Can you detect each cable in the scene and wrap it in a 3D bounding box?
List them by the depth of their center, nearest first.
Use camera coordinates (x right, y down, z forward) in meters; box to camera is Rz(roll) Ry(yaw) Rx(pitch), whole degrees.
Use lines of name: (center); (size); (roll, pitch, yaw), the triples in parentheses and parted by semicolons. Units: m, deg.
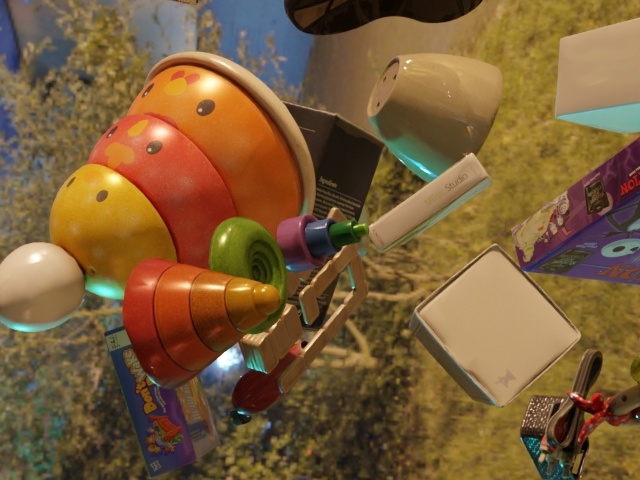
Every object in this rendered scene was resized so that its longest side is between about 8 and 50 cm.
cable: (0.520, 0.349, 1.789); (0.072, 0.139, 0.287); (-6, 56, 45)

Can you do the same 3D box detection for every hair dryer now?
hair dryer: (-0.080, 0.242, 1.596); (0.223, 0.080, 0.293); (-44, -1, -24)

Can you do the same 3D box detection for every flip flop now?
flip flop: (0.085, -0.318, 1.033); (0.112, 0.277, 0.080); (87, 165, -49)

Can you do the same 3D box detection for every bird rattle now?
bird rattle: (0.620, 0.324, 1.644); (0.253, 0.207, 0.143); (-50, 39, 30)

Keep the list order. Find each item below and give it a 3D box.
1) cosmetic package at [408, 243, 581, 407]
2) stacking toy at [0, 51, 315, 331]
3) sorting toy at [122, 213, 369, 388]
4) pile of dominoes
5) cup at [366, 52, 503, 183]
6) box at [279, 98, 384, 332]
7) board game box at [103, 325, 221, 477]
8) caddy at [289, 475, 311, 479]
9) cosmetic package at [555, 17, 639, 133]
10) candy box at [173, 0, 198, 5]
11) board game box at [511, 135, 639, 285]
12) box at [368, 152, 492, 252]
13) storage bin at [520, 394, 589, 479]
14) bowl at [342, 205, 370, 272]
cosmetic package: (0.209, 0.116, 1.088); (0.129, 0.153, 0.296); (-40, -9, -2)
stacking toy: (-0.265, -0.029, 1.235); (0.480, 0.350, 0.351); (-44, -20, -37)
sorting toy: (-0.042, 0.032, 0.859); (0.365, 0.126, 0.127); (-32, -74, -62)
pile of dominoes: (-0.026, 0.078, 1.218); (0.251, 0.040, 0.196); (-47, -42, -37)
cup: (0.255, -0.326, 2.081); (0.331, 0.237, 0.331); (-57, 19, 32)
box: (-0.102, -0.063, 1.620); (0.212, 0.293, 0.396); (16, -86, -59)
board game box: (-0.260, 0.264, 1.455); (0.347, 0.078, 0.233); (92, 159, -80)
caddy: (-0.134, 0.540, 1.551); (0.241, 0.341, 0.179); (-44, 66, 25)
cosmetic package: (0.591, -0.282, 1.405); (0.365, 0.197, 0.155); (-2, 83, 61)
candy box: (-0.201, -0.380, 0.952); (0.070, 0.164, 0.196); (32, 114, 40)
board game box: (0.367, -0.017, 0.732); (0.208, 0.346, 0.056); (-41, 48, 55)
box: (0.215, -0.069, 1.610); (0.058, 0.232, 0.322); (56, -168, 7)
storage bin: (0.527, 0.444, 1.903); (0.180, 0.084, 0.122); (60, -135, -30)
bowl: (0.000, 0.000, 2.086); (0.163, 0.311, 0.311); (60, 161, 15)
